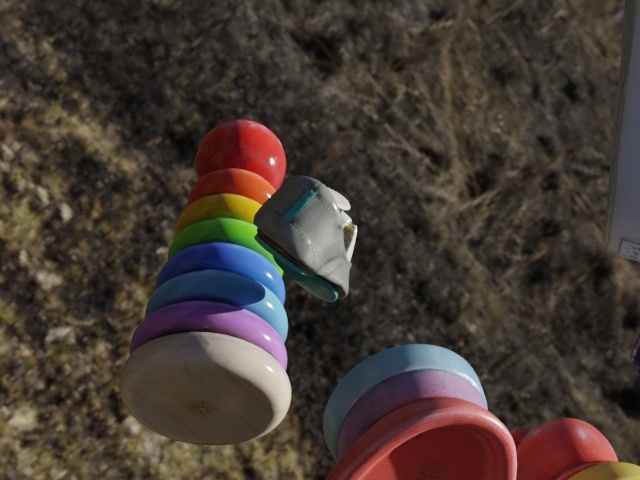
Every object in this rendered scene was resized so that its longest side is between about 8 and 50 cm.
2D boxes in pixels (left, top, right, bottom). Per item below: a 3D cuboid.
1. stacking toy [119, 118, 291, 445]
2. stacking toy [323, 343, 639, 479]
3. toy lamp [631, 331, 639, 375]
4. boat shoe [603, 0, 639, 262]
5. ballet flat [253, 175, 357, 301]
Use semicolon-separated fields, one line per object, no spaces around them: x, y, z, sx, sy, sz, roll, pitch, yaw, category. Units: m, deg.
-0.089;0.013;0.980;0.141;0.141;0.330;41;36;-35;stacking toy
0.098;0.230;0.889;0.309;0.279;0.130;28;17;-27;stacking toy
0.289;-0.011;0.645;0.080;0.274;0.080;24;30;-15;toy lamp
0.227;-0.134;0.623;0.109;0.094;0.302;1;96;-80;boat shoe
0.000;0.000;0.801;0.072;0.068;0.213;36;-5;10;ballet flat
